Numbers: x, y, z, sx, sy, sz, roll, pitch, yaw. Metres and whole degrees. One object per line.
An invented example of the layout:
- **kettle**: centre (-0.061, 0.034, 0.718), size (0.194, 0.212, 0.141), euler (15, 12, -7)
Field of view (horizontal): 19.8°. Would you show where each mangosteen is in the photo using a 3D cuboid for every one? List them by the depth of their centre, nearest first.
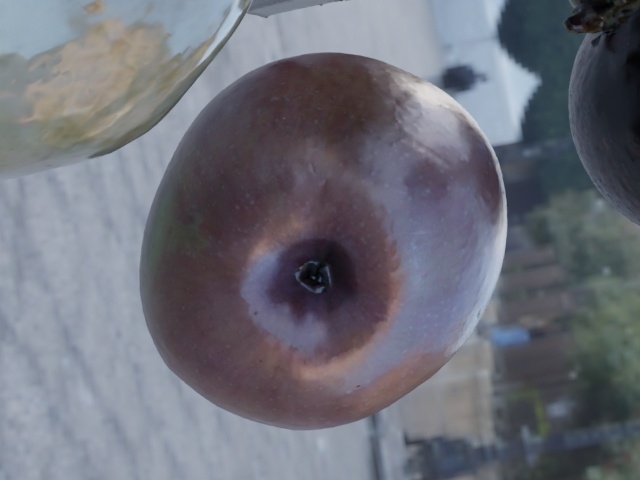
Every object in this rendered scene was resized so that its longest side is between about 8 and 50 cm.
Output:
- **mangosteen**: centre (0.346, -0.158, 1.611), size (0.359, 0.306, 0.306), euler (42, 28, -31)

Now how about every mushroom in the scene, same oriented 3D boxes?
- **mushroom**: centre (-0.183, -0.180, 0.933), size (0.290, 0.297, 0.297), euler (53, -9, 30)

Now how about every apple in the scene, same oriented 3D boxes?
- **apple**: centre (0.000, 0.000, 1.436), size (0.235, 0.305, 0.306), euler (-63, 143, -79)

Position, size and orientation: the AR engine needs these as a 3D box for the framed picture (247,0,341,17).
- **framed picture**: centre (0.031, -0.332, 1.327), size (0.446, 0.028, 0.326), euler (-167, -92, -75)
